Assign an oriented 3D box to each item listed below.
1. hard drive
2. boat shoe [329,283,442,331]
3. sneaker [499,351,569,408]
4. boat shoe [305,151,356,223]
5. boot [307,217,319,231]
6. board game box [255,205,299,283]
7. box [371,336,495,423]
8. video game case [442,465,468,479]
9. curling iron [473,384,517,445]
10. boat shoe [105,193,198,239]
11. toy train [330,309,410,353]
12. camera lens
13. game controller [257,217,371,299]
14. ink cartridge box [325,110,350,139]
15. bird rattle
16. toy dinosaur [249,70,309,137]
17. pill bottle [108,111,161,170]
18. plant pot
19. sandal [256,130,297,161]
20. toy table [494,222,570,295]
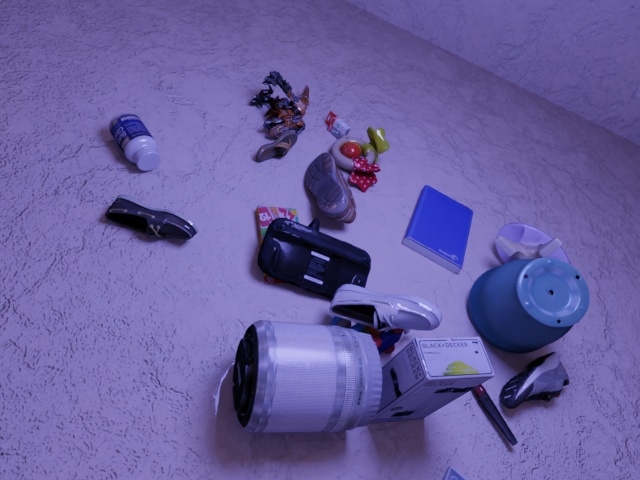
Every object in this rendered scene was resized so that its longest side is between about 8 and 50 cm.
[{"bbox_3d":[0.423,-0.051,1.518,0.210,0.040,0.318,30,46,1],"label":"hard drive"},{"bbox_3d":[0.151,0.176,1.037,0.268,0.096,0.088,15,37,18],"label":"boat shoe"},{"bbox_3d":[0.603,0.401,1.188,0.272,0.100,0.108,-16,66,-34],"label":"sneaker"},{"bbox_3d":[0.037,-0.167,1.407,0.116,0.123,0.324,39,26,-38],"label":"boat shoe"},{"bbox_3d":[0.000,0.000,1.270,0.099,0.045,0.121,38,41,-15],"label":"boot"},{"bbox_3d":[-0.112,0.009,1.233,0.124,0.039,0.259,4,54,-22],"label":"board game box"},{"bbox_3d":[0.219,0.314,0.952,0.169,0.290,0.087,5,51,-22],"label":"box"},{"bbox_3d":[0.324,0.625,0.924,0.190,0.022,0.173,39,47,10],"label":"video game case"},{"bbox_3d":[0.415,0.411,1.135,0.068,0.035,0.274,-20,62,-31],"label":"curling iron"},{"bbox_3d":[-0.432,-0.044,1.103,0.228,0.081,0.068,19,50,1],"label":"boat shoe"},{"bbox_3d":[0.156,0.218,1.143,0.248,0.105,0.143,-22,51,-36],"label":"toy train"},{"bbox_3d":[-0.037,0.286,0.907,0.275,0.219,0.219,8,50,-18],"label":"camera lens"},{"bbox_3d":[-0.010,0.058,1.179,0.319,0.067,0.166,22,79,-16],"label":"game controller"},{"bbox_3d":[0.058,-0.443,1.664,0.115,0.062,0.029,45,47,15],"label":"ink cartridge box"},{"bbox_3d":[0.135,-0.300,1.573,0.207,0.143,0.253,22,59,10],"label":"bird rattle"},{"bbox_3d":[-0.132,-0.495,1.598,0.218,0.164,0.322,41,28,-8],"label":"toy dinosaur"},{"bbox_3d":[-0.532,-0.284,1.243,0.094,0.094,0.169,-23,64,-37],"label":"pill bottle"},{"bbox_3d":[0.586,0.167,1.198,0.272,0.255,0.271,0,71,1],"label":"plant pot"},{"bbox_3d":[-0.140,-0.310,1.457,0.049,0.072,0.180,37,52,23],"label":"sandal"},{"bbox_3d":[0.696,0.068,1.423,0.274,0.252,0.161,36,31,17],"label":"toy table"}]
